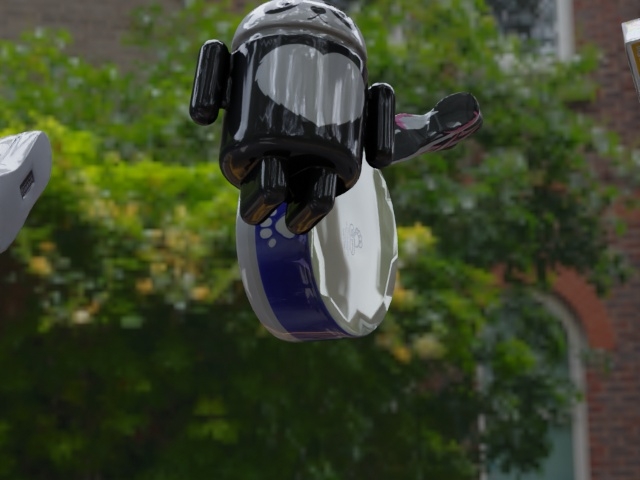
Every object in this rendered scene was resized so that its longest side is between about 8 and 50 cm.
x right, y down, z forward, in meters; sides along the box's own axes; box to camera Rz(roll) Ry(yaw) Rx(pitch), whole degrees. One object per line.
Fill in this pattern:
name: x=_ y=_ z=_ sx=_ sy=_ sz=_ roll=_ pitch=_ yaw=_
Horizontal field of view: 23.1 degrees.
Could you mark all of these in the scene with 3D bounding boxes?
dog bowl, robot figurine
dog bowl: x=0.000 y=0.000 z=2.046 sx=0.104 sy=0.264 sz=0.265 roll=-4 pitch=-12 yaw=28
robot figurine: x=-0.030 y=-0.153 z=1.847 sx=0.174 sy=0.278 sz=0.209 roll=-9 pitch=-26 yaw=29

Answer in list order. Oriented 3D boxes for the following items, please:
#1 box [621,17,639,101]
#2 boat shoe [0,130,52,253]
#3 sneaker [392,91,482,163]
box: x=0.542 y=-0.278 z=2.244 sx=0.203 sy=0.103 sz=0.114 roll=-15 pitch=20 yaw=13
boat shoe: x=-0.395 y=-0.060 z=1.836 sx=0.088 sy=0.096 sz=0.267 roll=0 pitch=30 yaw=10
sneaker: x=0.155 y=-0.147 z=2.254 sx=0.178 sy=0.072 sz=0.077 roll=-17 pitch=-24 yaw=19
